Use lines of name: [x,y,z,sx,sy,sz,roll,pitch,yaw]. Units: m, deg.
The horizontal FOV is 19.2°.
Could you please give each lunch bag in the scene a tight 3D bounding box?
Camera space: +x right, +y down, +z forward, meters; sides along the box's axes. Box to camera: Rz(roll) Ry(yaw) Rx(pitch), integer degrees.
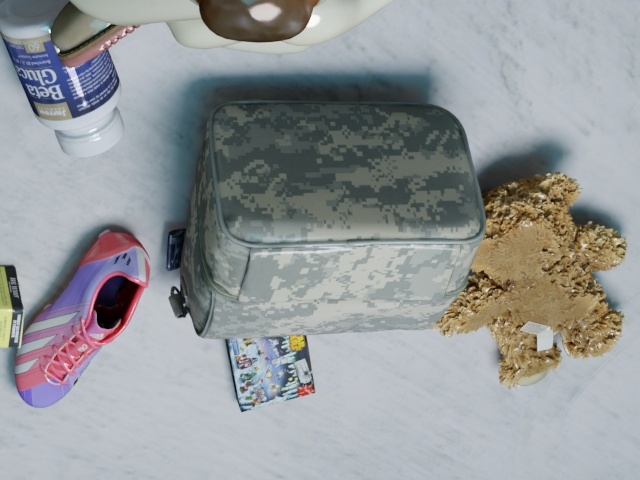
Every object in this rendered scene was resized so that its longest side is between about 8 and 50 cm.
lunch bag: [0.000,0.000,2.024,0.305,0.213,0.256,-1,142,-13]

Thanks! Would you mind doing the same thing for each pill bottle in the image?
pill bottle: [-0.254,-0.169,1.895,0.094,0.094,0.169,-20,128,-3]

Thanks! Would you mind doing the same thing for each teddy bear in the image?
teddy bear: [0.247,0.046,2.212,0.245,0.113,0.338,-34,135,17]

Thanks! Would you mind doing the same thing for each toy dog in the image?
toy dog: [-0.076,-0.293,1.538,0.395,0.408,0.285,0,97,-20]

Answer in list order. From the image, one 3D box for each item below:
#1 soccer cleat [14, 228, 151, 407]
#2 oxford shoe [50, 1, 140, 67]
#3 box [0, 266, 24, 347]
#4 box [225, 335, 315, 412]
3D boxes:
soccer cleat: [-0.264,0.100,2.084,0.083,0.095,0.248,22,115,-29]
oxford shoe: [-0.156,-0.320,1.789,0.130,0.123,0.348,41,84,-22]
box: [-0.436,0.071,2.017,0.232,0.087,0.058,1,124,-19]
box: [-0.060,0.132,2.213,0.094,0.027,0.137,-15,127,-8]
